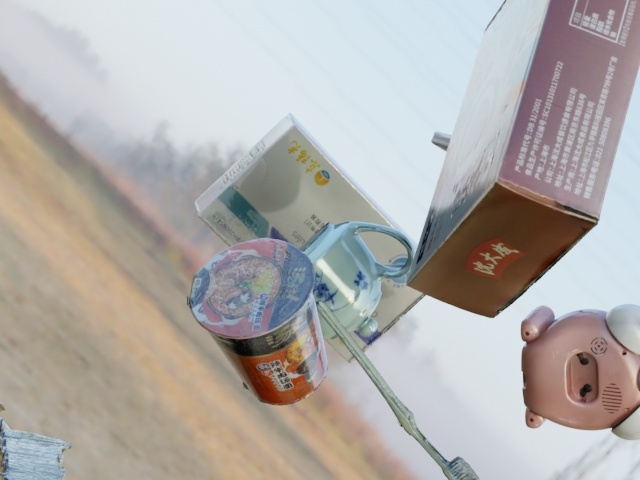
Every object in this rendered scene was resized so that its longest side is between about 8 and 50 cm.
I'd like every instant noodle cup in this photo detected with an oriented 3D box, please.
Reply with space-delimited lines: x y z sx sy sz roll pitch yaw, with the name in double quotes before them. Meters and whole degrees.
"instant noodle cup" -0.050 0.087 1.537 0.127 0.127 0.135 38 -23 40

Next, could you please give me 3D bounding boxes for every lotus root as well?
"lotus root" -0.295 0.270 1.531 0.074 0.170 0.260 16 9 -12

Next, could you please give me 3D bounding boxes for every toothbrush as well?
"toothbrush" 0.084 0.183 1.831 0.294 0.028 0.026 48 22 12

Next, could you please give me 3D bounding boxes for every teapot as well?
"teapot" 0.022 0.065 2.045 0.159 0.232 0.159 43 16 -15

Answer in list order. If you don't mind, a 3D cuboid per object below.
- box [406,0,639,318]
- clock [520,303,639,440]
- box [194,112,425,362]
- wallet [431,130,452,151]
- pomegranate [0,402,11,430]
"box" 0.247 -0.147 1.815 0.122 0.385 0.344 21 -23 -5
"clock" 0.321 0.156 1.858 0.162 0.165 0.093 1 15 23
"box" 0.000 0.000 2.346 0.343 0.200 0.065 45 5 -22
"wallet" 0.240 -0.096 2.101 0.124 0.032 0.183 31 -4 -43
"pomegranate" -0.502 0.295 2.199 0.196 0.196 0.196 42 -6 5
